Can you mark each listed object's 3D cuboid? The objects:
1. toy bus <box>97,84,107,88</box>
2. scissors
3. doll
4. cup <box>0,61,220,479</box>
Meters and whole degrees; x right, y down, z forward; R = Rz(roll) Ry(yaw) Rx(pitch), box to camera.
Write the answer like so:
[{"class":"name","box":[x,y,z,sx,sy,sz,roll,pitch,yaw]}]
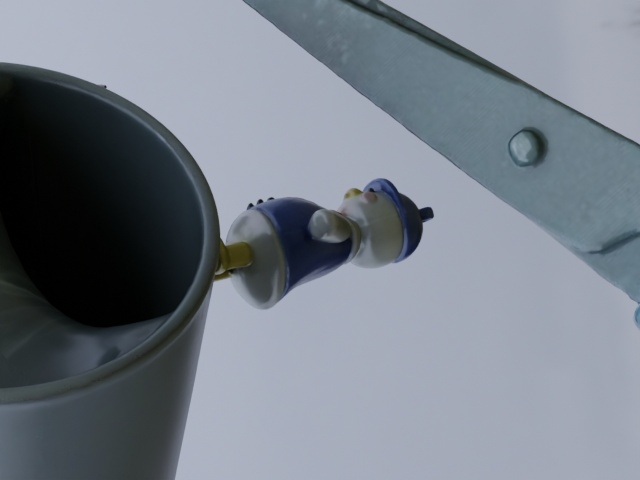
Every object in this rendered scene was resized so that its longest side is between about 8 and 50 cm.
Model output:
[{"class":"toy bus","box":[-0.263,-0.044,1.530,0.235,0.073,0.096,-34,-69,-25]},{"class":"scissors","box":[0.115,-0.014,0.716,0.192,0.447,0.029,-57,-22,6]},{"class":"doll","box":[0.000,0.000,0.969,0.099,0.143,0.057,-36,70,61]},{"class":"cup","box":[-0.169,0.090,0.897,0.312,0.205,0.205,104,175,-46]}]
